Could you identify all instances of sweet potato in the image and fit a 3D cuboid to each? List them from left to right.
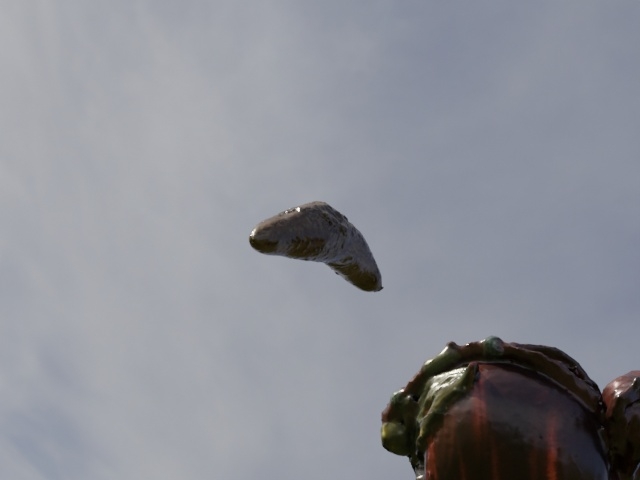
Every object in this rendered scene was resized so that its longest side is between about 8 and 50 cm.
[{"bbox_3d":[0.002,-0.003,1.671,0.092,0.114,0.341,-1,-14,35],"label":"sweet potato"}]

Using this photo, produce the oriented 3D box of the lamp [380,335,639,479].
[{"bbox_3d":[0.157,0.179,0.783,0.223,0.151,0.215,4,-75,28],"label":"lamp"}]
